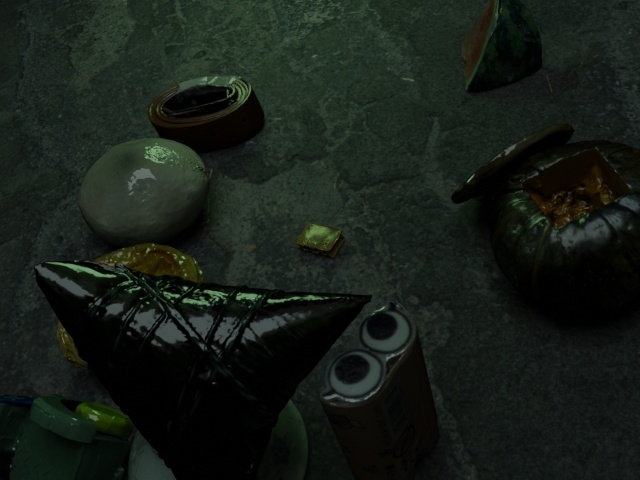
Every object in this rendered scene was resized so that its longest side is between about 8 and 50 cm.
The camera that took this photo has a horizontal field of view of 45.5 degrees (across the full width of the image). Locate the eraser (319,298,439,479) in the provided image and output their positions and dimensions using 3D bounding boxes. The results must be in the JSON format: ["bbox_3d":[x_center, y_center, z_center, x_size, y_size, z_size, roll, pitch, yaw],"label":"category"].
[{"bbox_3d":[0.093,0.234,1.062,0.087,0.290,0.171,24,60,32],"label":"eraser"}]

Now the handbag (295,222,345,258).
[{"bbox_3d":[0.000,0.000,1.487,0.083,0.027,0.061,11,54,29],"label":"handbag"}]

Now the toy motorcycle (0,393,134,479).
[{"bbox_3d":[-0.470,0.323,1.215,0.327,0.200,0.191,14,82,36],"label":"toy motorcycle"}]

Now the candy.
[{"bbox_3d":[-0.375,-0.113,1.604,0.296,0.185,0.295,-9,53,12],"label":"candy"}]

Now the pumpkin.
[{"bbox_3d":[0.431,-0.028,1.253,0.321,0.192,0.320,-13,46,14],"label":"pumpkin"}]

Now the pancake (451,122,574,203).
[{"bbox_3d":[0.338,-0.134,1.371,0.250,0.250,0.031,-29,79,-9],"label":"pancake"}]

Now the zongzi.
[{"bbox_3d":[-0.130,0.131,1.043,0.362,0.319,0.383,-46,66,1],"label":"zongzi"}]

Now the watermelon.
[{"bbox_3d":[0.367,-0.443,1.685,0.202,0.207,0.136,5,23,42],"label":"watermelon"}]

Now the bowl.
[{"bbox_3d":[-0.183,0.314,1.183,0.314,0.146,0.313,-8,47,9],"label":"bowl"}]

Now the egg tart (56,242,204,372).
[{"bbox_3d":[-0.346,0.133,1.421,0.295,0.116,0.294,-11,45,11],"label":"egg tart"}]

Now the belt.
[{"bbox_3d":[-0.269,-0.301,1.795,0.262,0.105,0.184,-12,49,12],"label":"belt"}]
